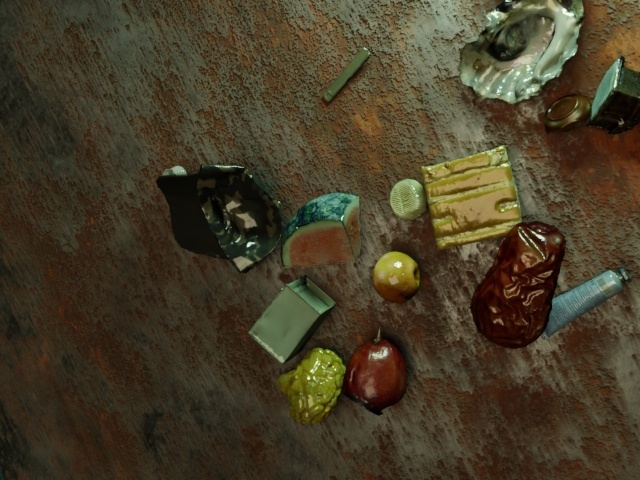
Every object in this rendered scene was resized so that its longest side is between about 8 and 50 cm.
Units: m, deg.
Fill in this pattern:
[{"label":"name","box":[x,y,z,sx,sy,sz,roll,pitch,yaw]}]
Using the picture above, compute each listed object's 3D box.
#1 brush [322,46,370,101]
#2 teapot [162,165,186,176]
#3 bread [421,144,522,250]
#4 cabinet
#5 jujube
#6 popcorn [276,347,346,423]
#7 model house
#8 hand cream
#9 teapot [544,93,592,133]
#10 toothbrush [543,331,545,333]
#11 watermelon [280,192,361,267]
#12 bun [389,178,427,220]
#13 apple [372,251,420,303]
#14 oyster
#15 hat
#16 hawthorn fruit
[{"label":"brush","box":[0.076,-0.472,1.873,0.190,0.027,0.034,-45,77,29]},{"label":"teapot","box":[-0.460,-0.205,2.101,0.083,0.064,0.064,8,102,20]},{"label":"bread","box":[0.407,-0.113,1.746,0.246,0.111,0.239,-11,96,21]},{"label":"cabinet","box":[-0.083,0.232,1.974,0.150,0.145,0.206,40,110,12]},{"label":"jujube","box":[0.504,0.113,1.661,0.216,0.216,0.342,25,123,16]},{"label":"popcorn","box":[-0.033,0.431,1.957,0.203,0.200,0.226,14,95,19]},{"label":"model house","box":[0.750,-0.333,1.596,0.152,0.106,0.165,22,141,6]},{"label":"hand cream","box":[0.674,0.155,1.712,0.271,0.058,0.091,-37,71,25]},{"label":"teapot","box":[0.622,-0.312,1.657,0.129,0.078,0.098,-26,47,35]},{"label":"toothbrush","box":[0.651,0.213,1.750,0.167,0.014,0.011,-34,102,22]},{"label":"watermelon","box":[0.000,0.000,1.916,0.226,0.148,0.318,46,113,1]},{"label":"bun","box":[0.250,-0.113,1.832,0.115,0.069,0.115,-1,88,41]},{"label":"apple","box":[0.217,0.107,1.837,0.146,0.146,0.146,3,99,21]},{"label":"oyster","box":[0.512,-0.493,1.642,0.238,0.115,0.351,43,117,6]},{"label":"hat","box":[-0.316,-0.105,2.036,0.381,0.257,0.366,27,134,51]},{"label":"hawthorn fruit","box":[0.155,0.371,1.890,0.189,0.189,0.251,0,83,22]}]
